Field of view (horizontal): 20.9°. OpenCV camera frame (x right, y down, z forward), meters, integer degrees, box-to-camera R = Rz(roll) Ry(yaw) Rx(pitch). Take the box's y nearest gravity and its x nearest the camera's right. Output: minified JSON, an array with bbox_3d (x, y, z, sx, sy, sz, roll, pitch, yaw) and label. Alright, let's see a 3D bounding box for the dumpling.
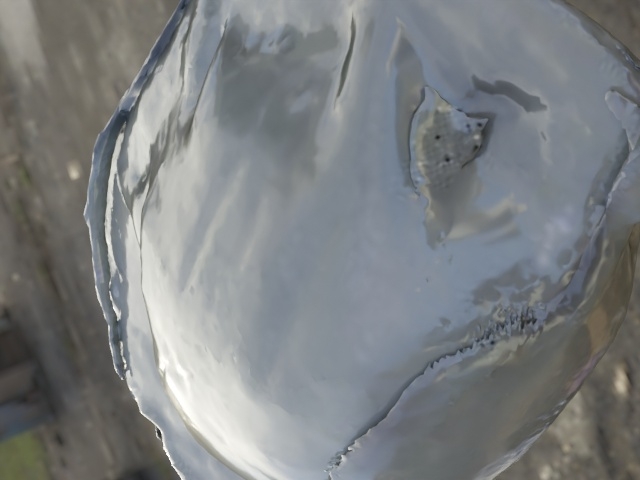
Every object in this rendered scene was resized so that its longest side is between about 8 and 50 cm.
[{"bbox_3d":[0.001,-0.002,0.762,0.260,0.181,0.341,46,159,16],"label":"dumpling"}]
